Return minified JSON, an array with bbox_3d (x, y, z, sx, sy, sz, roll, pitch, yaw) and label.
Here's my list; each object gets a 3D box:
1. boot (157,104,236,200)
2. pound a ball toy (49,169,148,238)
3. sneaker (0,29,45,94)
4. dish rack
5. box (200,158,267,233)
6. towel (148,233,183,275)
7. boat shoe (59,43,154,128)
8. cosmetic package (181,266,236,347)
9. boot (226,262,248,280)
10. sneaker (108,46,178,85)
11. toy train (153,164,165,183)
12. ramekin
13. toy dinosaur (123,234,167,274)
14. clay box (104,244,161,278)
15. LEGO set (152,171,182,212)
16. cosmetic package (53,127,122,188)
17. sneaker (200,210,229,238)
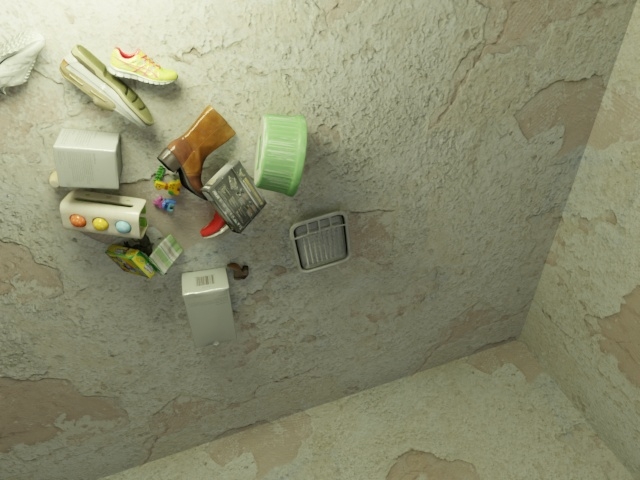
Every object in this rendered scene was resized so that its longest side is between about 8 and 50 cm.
[{"bbox_3d":[-0.428,-0.320,1.549,0.280,0.096,0.264,-49,129,-14],"label":"boot"},{"bbox_3d":[-0.816,-0.120,1.507,0.319,0.136,0.208,8,128,-8],"label":"pound a ball toy"},{"bbox_3d":[-0.905,-0.532,1.232,0.235,0.090,0.095,-29,144,8],"label":"sneaker"},{"bbox_3d":[0.000,0.000,1.994,0.285,0.072,0.333,-17,131,-8],"label":"dish rack"},{"bbox_3d":[-0.332,-0.171,1.612,0.183,0.056,0.231,-54,134,-26],"label":"box"},{"bbox_3d":[-0.658,0.061,1.760,0.023,0.152,0.113,9,141,29],"label":"towel"},{"bbox_3d":[-0.687,-0.475,1.338,0.103,0.113,0.302,-37,120,12],"label":"boat shoe"},{"bbox_3d":[-0.535,0.331,2.003,0.217,0.156,0.385,-7,130,-15],"label":"cosmetic package"},{"bbox_3d":[-0.402,0.155,1.986,0.118,0.042,0.087,9,126,-26],"label":"boot"},{"bbox_3d":[-0.566,-0.563,1.326,0.208,0.081,0.094,4,123,-23],"label":"sneaker"},{"bbox_3d":[-0.622,-0.254,1.593,0.023,0.017,0.083,11,123,-39],"label":"toy train"},{"bbox_3d":[-0.157,-0.322,1.535,0.148,0.303,0.303,6,125,-15],"label":"ramekin"},{"bbox_3d":[-0.747,0.040,1.732,0.118,0.064,0.268,-4,119,12],"label":"toy dinosaur"},{"bbox_3d":[-0.769,0.088,1.695,0.053,0.222,0.127,-58,140,-31],"label":"clay box"},{"bbox_3d":[-0.600,-0.199,1.599,0.093,0.087,0.227,15,119,-30],"label":"LEGO set"},{"bbox_3d":[-0.791,-0.280,1.418,0.183,0.151,0.152,1,127,-20],"label":"cosmetic package"},{"bbox_3d":[-0.410,-0.125,1.732,0.279,0.107,0.118,-42,124,1],"label":"sneaker"}]
